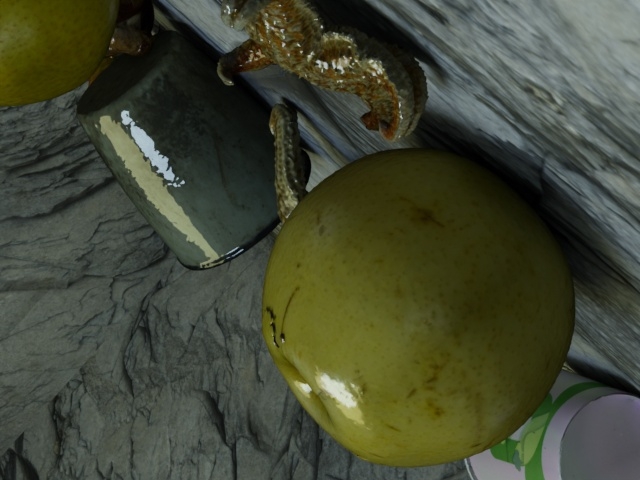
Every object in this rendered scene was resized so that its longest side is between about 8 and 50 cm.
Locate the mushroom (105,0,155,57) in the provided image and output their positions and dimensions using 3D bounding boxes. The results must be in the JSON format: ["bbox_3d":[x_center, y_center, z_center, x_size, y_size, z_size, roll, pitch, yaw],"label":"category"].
[{"bbox_3d":[-0.360,-0.357,1.652,0.194,0.138,0.231,-3,176,-6],"label":"mushroom"}]

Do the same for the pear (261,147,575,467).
[{"bbox_3d":[0.101,0.069,1.126,0.348,0.348,0.348,41,175,5],"label":"pear"}]

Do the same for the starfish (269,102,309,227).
[{"bbox_3d":[0.000,0.000,1.686,0.432,0.082,0.324,57,-155,-50],"label":"starfish"}]

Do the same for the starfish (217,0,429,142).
[{"bbox_3d":[-0.028,-0.194,1.020,0.312,0.113,0.303,40,175,-18],"label":"starfish"}]

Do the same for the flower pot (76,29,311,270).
[{"bbox_3d":[-0.222,-0.164,1.773,0.330,0.293,0.293,51,171,-27],"label":"flower pot"}]

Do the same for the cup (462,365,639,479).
[{"bbox_3d":[0.376,0.311,1.579,0.253,0.253,0.274,43,168,-11],"label":"cup"}]

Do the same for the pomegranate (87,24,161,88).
[{"bbox_3d":[-0.326,-0.281,1.943,0.210,0.210,0.235,38,149,32],"label":"pomegranate"}]

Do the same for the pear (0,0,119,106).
[{"bbox_3d":[-0.441,-0.361,1.355,0.362,0.362,0.418,36,161,44],"label":"pear"}]
